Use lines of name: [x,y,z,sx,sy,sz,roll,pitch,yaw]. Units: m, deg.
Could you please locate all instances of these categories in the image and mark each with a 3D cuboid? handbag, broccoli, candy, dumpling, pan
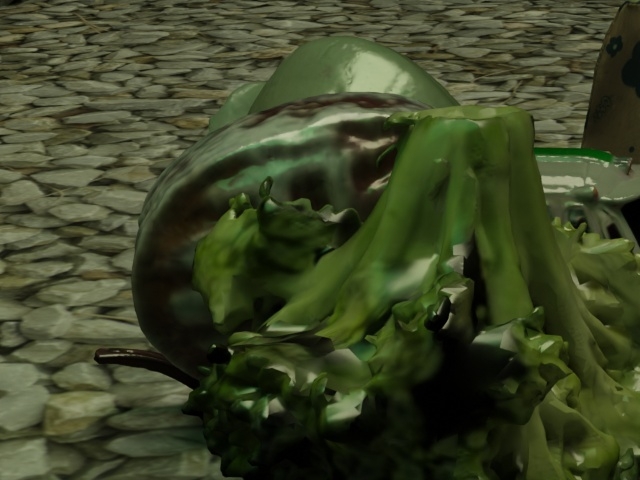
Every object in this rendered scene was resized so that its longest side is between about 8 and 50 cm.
handbag: [0.375,-0.098,1.721,0.193,0.251,0.190,6,7,-41]
broccoli: [0.089,0.056,1.138,0.348,0.280,0.293,-4,11,-14]
candy: [0.000,0.000,1.338,0.290,0.214,0.157,-15,19,0]
dumpling: [0.033,-0.063,1.753,0.212,0.270,0.321,15,-17,-24]
pan: [-0.074,0.110,1.404,0.212,0.040,0.115,3,16,-7]

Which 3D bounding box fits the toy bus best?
toy bus: [0.143,0.010,1.477,0.306,0.179,0.143,3,17,16]
